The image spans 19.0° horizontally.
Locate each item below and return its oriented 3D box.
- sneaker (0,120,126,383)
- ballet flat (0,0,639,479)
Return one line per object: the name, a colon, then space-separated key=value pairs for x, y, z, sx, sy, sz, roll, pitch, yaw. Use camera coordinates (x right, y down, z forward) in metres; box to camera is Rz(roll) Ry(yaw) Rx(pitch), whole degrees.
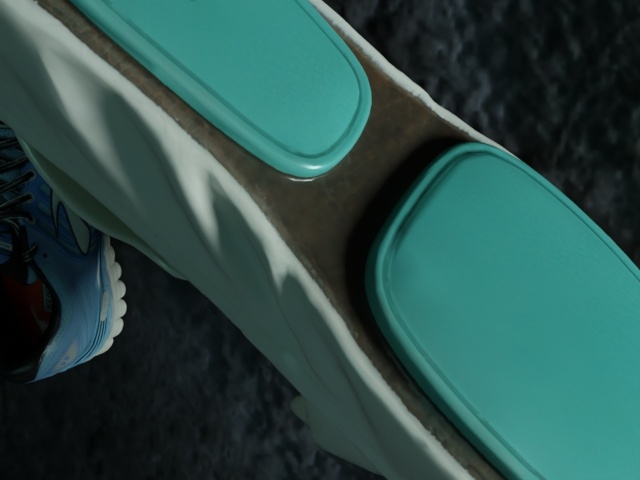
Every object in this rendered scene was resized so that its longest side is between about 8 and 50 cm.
sneaker: x=-0.119 y=-0.014 z=0.790 sx=0.063 sy=0.073 sz=0.162 roll=2 pitch=111 yaw=21
ballet flat: x=0.000 y=0.000 z=0.727 sx=0.400 sy=0.139 sz=0.139 roll=43 pitch=120 yaw=-4
